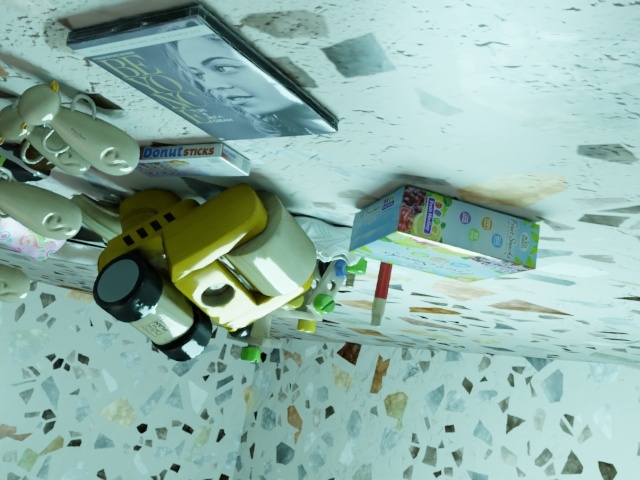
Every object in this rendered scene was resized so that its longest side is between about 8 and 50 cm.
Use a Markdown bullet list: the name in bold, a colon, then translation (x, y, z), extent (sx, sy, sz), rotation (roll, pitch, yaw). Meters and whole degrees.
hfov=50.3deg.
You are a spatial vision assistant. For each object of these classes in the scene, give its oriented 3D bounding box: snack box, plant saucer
- **snack box**: translation (0.167, -0.002, 0.954), extent (0.207, 0.070, 0.174), rotation (16, 166, -16)
- **snack box**: translation (-0.181, -0.104, 0.902), extent (0.178, 0.022, 0.064), rotation (2, 165, 31)
- **plant saucer**: translation (-0.631, 0.011, 1.580), extent (0.310, 0.050, 0.310), rotation (13, 178, 0)

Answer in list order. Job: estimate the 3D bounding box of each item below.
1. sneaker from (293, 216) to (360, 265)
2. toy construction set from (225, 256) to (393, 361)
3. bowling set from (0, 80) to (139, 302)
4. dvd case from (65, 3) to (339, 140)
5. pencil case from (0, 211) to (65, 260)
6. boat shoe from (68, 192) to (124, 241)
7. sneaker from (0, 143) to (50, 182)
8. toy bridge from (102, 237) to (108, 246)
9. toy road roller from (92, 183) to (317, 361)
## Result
- **sneaker**: translation (0.000, 0.000, 1.117), extent (0.152, 0.061, 0.054), rotation (14, 168, -7)
- **toy construction set**: translation (-0.033, 0.116, 1.242), extent (0.309, 0.237, 0.257), rotation (4, 165, 26)
- **bowling set**: translation (-0.382, -0.084, 0.838), extent (0.154, 0.287, 0.200), rotation (35, -174, -48)
- **dvd case**: translation (-0.106, -0.149, 0.662), extent (0.164, 0.018, 0.221), rotation (2, 164, 33)
- **pencil case**: translation (-0.595, -0.050, 1.268), extent (0.124, 0.124, 0.284), rotation (5, 167, 22)
- **boat shoe**: translation (-0.324, -0.029, 1.235), extent (0.285, 0.089, 0.104), rotation (29, -176, -46)
- **sneaker**: translation (-0.522, -0.094, 1.053), extent (0.235, 0.097, 0.084), rotation (6, 166, 20)
- **toy bridge**: translation (-0.453, -0.005, 1.529), extent (0.063, 0.026, 0.188), rotation (22, 163, -34)
- **toy road roller**: translation (-0.194, 0.009, 1.076), extent (0.329, 0.240, 0.202), rotation (-28, 140, 7)
